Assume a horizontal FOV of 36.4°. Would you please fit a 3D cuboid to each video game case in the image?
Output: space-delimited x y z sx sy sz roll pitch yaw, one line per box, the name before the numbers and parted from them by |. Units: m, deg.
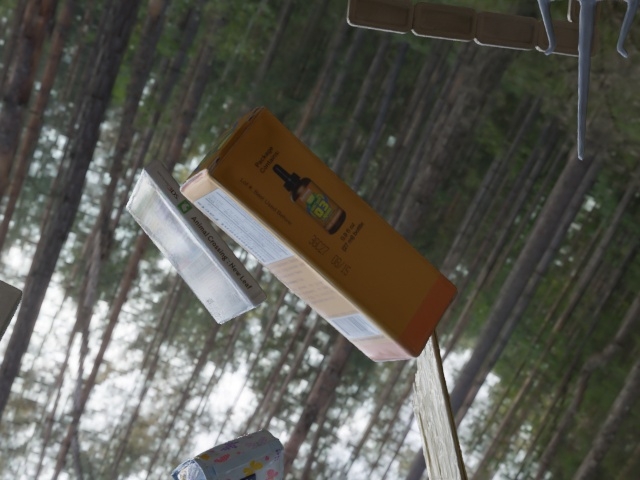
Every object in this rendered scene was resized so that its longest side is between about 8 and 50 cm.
video game case | -0.151 0.009 1.141 0.193 0.023 0.212 52 161 -3

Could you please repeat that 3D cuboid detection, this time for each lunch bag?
lunch bag | -0.072 0.186 0.776 0.071 0.083 0.053 -18 -107 -31

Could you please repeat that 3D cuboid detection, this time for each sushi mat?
sushi mat | 0.104 0.189 0.829 0.019 0.151 0.316 -1 -150 -1

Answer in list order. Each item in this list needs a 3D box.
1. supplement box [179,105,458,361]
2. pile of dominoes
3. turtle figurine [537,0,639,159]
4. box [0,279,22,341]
supplement box | 0.000 0.000 0.805 0.233 0.078 0.080 44 155 -16
pile of dominoes | 0.134 -0.274 0.875 0.251 0.195 0.040 6 -178 -11
turtle figurine | 0.189 -0.122 0.342 0.175 0.234 0.118 3 -155 -30
box | -0.346 0.139 0.515 0.215 0.345 0.168 31 157 -18
